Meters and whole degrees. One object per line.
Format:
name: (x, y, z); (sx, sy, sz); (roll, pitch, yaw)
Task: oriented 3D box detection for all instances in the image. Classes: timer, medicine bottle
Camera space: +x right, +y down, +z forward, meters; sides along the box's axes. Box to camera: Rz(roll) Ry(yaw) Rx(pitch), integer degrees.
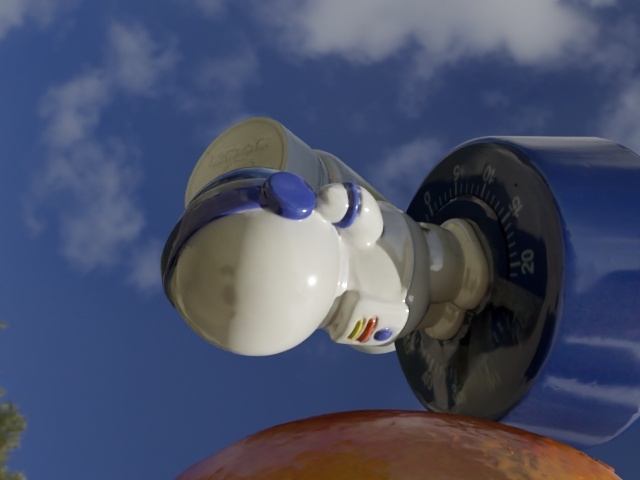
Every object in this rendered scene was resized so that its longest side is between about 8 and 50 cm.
timer: (0.063, 0.025, 0.809); (0.270, 0.383, 0.271); (-27, -120, 59)
medicine bottle: (0.000, 0.000, 0.976); (0.143, 0.258, 0.143); (-23, -129, 31)

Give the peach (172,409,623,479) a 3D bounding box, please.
peach: (0.051, 0.215, 0.514); (0.308, 0.289, 0.289); (50, -64, 14)
